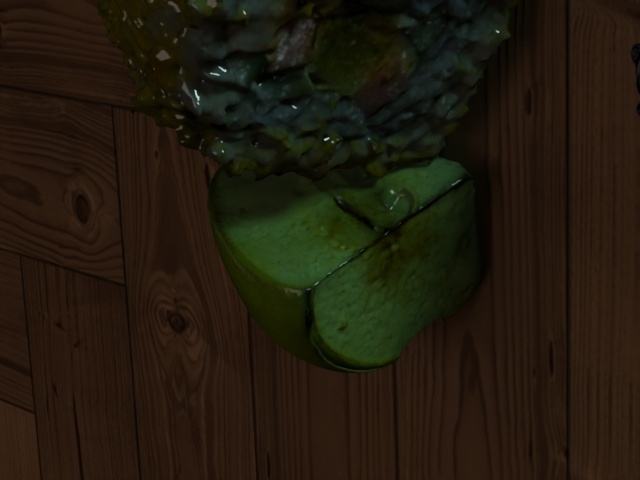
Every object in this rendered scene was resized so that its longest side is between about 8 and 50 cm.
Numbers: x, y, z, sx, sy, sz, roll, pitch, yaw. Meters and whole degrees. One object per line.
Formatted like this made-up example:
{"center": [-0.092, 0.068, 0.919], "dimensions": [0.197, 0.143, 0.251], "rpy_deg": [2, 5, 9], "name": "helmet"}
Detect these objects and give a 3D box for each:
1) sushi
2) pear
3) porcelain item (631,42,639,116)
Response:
{"center": [-0.008, -0.249, 1.590], "dimensions": [0.351, 0.397, 0.240], "rpy_deg": [-57, 48, 33], "name": "sushi"}
{"center": [0.000, 0.000, 1.775], "dimensions": [0.282, 0.286, 0.176], "rpy_deg": [31, 143, 37], "name": "pear"}
{"center": [0.360, -0.203, 1.427], "dimensions": [0.186, 0.138, 0.288], "rpy_deg": [41, 136, 53], "name": "porcelain item"}
